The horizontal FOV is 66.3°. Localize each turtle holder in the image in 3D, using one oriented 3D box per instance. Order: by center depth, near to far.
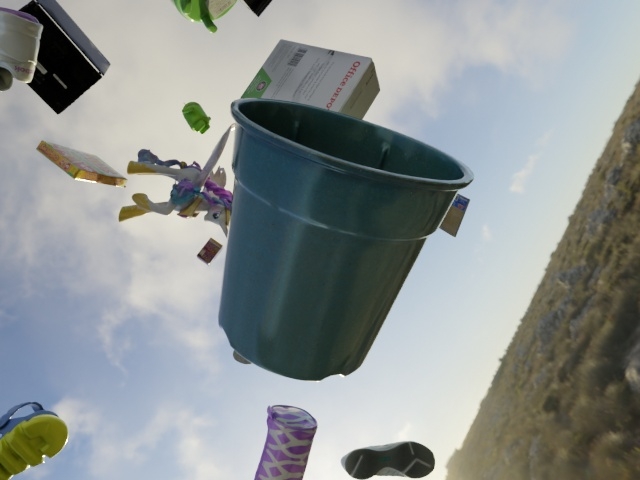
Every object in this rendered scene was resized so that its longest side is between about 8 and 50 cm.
[{"bbox_3d":[-0.371,-0.776,1.399,0.243,0.227,0.320,-45,-12,30],"label":"turtle holder"}]

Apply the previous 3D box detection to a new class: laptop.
[{"bbox_3d":[-0.720,-0.508,1.324,0.264,0.136,0.234,-55,-54,-24],"label":"laptop"}]

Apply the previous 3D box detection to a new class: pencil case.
[{"bbox_3d":[-0.070,0.364,0.769,0.086,0.088,0.206,-163,90,-74],"label":"pencil case"}]

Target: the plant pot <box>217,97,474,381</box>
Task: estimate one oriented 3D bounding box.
[{"bbox_3d":[0.000,0.000,0.737,0.341,0.341,0.334,-22,-46,-56],"label":"plant pot"}]

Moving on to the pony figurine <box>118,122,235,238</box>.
[{"bbox_3d":[-0.393,-0.173,1.505,0.303,0.363,0.351,109,169,-56],"label":"pony figurine"}]

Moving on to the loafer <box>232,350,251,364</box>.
[{"bbox_3d":[-0.158,0.283,1.216,0.039,0.125,0.045,14,-110,-59],"label":"loafer"}]

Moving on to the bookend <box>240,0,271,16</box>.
[{"bbox_3d":[-0.172,-0.522,0.909,0.072,0.156,0.157,-47,-9,10],"label":"bookend"}]

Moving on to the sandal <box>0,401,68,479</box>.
[{"bbox_3d":[-0.667,0.434,0.980,0.317,0.138,0.126,-27,-62,-20],"label":"sandal"}]

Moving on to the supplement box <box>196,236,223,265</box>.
[{"bbox_3d":[-0.388,0.040,1.724,0.083,0.055,0.043,-54,-2,-19],"label":"supplement box"}]

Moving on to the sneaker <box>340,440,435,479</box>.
[{"bbox_3d":[0.103,0.338,0.761,0.061,0.152,0.054,128,145,-67],"label":"sneaker"}]

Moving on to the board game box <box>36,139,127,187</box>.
[{"bbox_3d":[-0.619,-0.197,1.307,0.039,0.124,0.259,-53,-4,2],"label":"board game box"}]

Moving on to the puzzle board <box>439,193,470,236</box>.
[{"bbox_3d":[0.308,-0.075,1.198,0.011,0.128,0.097,9,-72,-29],"label":"puzzle board"}]

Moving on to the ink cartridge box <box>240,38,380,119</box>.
[{"bbox_3d":[-0.017,-0.284,0.950,0.160,0.219,0.092,-59,-28,-14],"label":"ink cartridge box"}]

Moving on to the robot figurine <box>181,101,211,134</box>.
[{"bbox_3d":[-0.401,-0.397,1.576,0.067,0.115,0.101,-40,-22,17],"label":"robot figurine"}]

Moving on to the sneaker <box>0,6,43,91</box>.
[{"bbox_3d":[-0.685,-0.376,0.960,0.114,0.305,0.152,-20,-61,-68],"label":"sneaker"}]
